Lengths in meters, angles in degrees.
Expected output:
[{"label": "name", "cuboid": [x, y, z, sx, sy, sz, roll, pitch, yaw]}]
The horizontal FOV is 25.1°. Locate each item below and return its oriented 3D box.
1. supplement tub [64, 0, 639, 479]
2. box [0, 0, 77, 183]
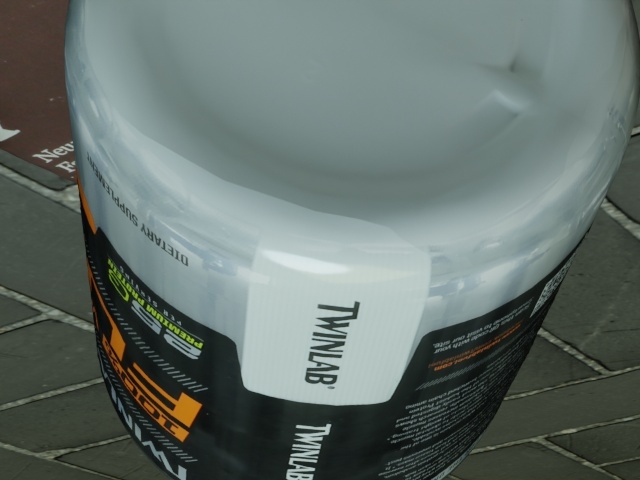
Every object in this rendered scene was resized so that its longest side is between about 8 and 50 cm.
[{"label": "supplement tub", "cuboid": [0.000, 0.000, 0.633, 0.207, 0.207, 0.338, 0, 151, -5]}, {"label": "box", "cuboid": [-0.130, -0.147, 0.703, 0.191, 0.143, 0.381, -21, 148, 34]}]
